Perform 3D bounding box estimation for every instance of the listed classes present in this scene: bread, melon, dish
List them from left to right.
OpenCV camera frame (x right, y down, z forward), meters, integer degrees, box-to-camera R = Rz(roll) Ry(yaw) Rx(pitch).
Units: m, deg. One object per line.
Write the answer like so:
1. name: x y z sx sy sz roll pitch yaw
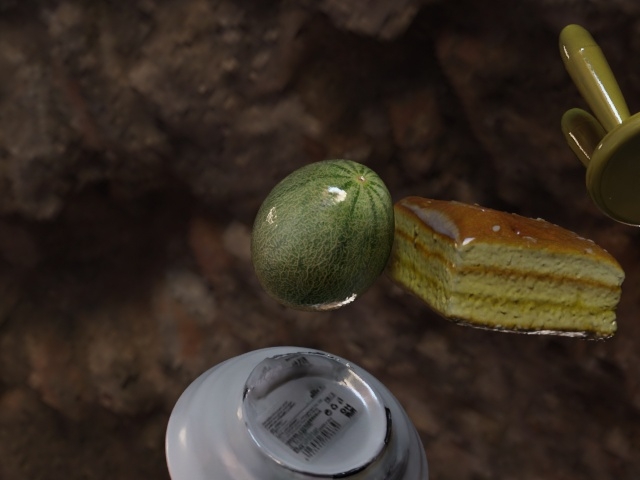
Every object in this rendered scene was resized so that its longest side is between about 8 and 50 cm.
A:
1. dish: -0.012 0.184 1.727 0.260 0.260 0.085 27 -43 8
2. melon: 0.000 0.000 1.821 0.139 0.139 0.192 32 -47 -1
3. bread: 0.175 0.021 1.798 0.184 0.110 0.234 9 6 -17

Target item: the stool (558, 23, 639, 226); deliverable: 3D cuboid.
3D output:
1. stool: 0.222 -0.084 1.230 0.135 0.110 0.134 23 -53 -31
